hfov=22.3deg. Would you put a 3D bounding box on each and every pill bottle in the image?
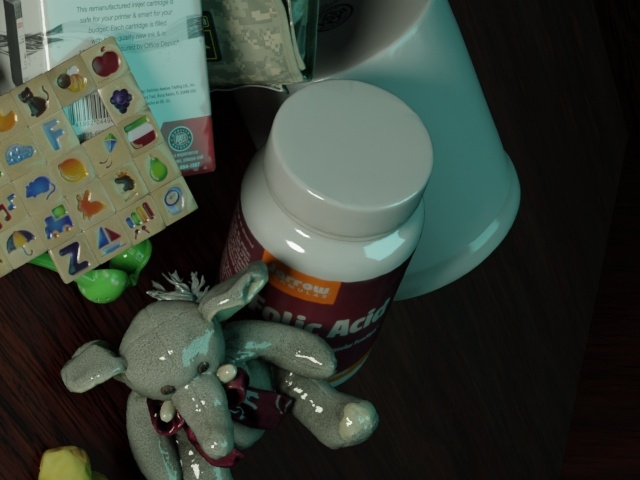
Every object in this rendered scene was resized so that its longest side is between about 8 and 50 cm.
[{"bbox_3d":[0.000,0.000,1.968,0.392,0.224,0.224,109,1,-53],"label":"pill bottle"}]

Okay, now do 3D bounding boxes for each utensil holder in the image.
[{"bbox_3d":[0.066,-0.163,2.186,0.385,0.327,0.328,65,34,-41],"label":"utensil holder"}]

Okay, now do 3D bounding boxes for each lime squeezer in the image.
[{"bbox_3d":[-0.243,0.007,1.842,0.110,0.059,0.310,55,32,-4],"label":"lime squeezer"}]

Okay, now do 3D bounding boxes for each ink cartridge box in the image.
[{"bbox_3d":[-0.228,-0.196,1.694,0.197,0.114,0.273,-12,103,-38],"label":"ink cartridge box"}]

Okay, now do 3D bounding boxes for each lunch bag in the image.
[{"bbox_3d":[-0.127,-0.308,1.852,0.169,0.235,0.287,-9,98,-71],"label":"lunch bag"}]

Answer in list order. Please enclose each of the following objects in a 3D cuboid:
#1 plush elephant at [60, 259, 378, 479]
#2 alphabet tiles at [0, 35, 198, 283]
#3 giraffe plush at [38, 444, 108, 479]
[{"bbox_3d":[-0.130,0.160,1.822,0.330,0.272,0.255,59,8,14],"label":"plush elephant"},{"bbox_3d":[-0.263,-0.060,1.608,0.237,0.009,0.198,-31,109,-17],"label":"alphabet tiles"},{"bbox_3d":[-0.228,0.332,1.713,0.181,0.170,0.210,66,33,-43],"label":"giraffe plush"}]
